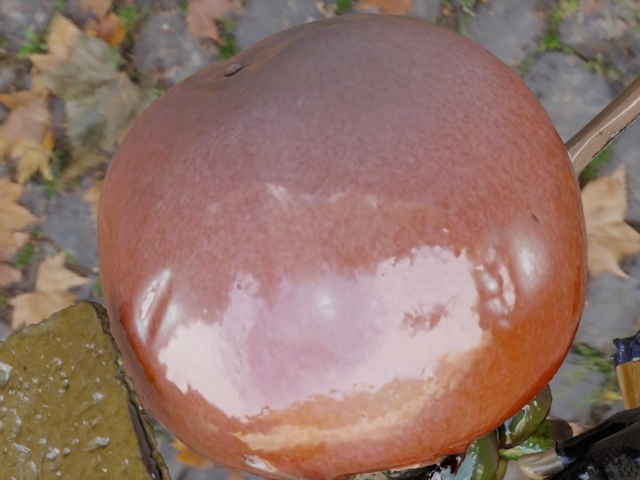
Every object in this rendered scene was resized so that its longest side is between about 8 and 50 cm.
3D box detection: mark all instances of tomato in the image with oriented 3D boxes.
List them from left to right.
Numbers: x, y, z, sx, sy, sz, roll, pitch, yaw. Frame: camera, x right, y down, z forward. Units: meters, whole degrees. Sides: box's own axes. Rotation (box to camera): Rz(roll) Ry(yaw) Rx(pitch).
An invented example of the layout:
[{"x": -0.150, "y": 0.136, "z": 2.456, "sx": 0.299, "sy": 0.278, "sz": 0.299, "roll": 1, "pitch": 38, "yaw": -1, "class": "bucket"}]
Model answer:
[{"x": 0.000, "y": 0.000, "z": 0.936, "sx": 0.341, "sy": 0.341, "sz": 0.273, "roll": -8, "pitch": 109, "yaw": 22, "class": "tomato"}]

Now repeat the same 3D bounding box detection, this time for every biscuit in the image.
[{"x": -0.152, "y": 0.156, "z": 0.837, "sx": 0.131, "sy": 0.025, "sz": 0.231, "roll": -26, "pitch": 66, "yaw": 6, "class": "biscuit"}]

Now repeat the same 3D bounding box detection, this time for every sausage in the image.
[{"x": 0.229, "y": -0.095, "z": 1.093, "sx": 0.116, "sy": 0.026, "sz": 0.026, "roll": -43, "pitch": 68, "yaw": -8, "class": "sausage"}]

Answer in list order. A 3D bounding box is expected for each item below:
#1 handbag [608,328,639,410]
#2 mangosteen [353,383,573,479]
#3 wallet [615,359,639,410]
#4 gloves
[{"x": 0.416, "y": 0.193, "z": 1.569, "sx": 0.113, "sy": 0.260, "sz": 0.162, "roll": -28, "pitch": 58, "yaw": 28, "class": "handbag"}, {"x": 0.083, "y": 0.120, "z": 1.231, "sx": 0.287, "sy": 0.287, "sz": 0.233, "roll": 6, "pitch": 104, "yaw": 24, "class": "mangosteen"}, {"x": 0.393, "y": 0.196, "z": 1.418, "sx": 0.042, "sy": 0.195, "sz": 0.161, "roll": -40, "pitch": 52, "yaw": 47, "class": "wallet"}, {"x": 0.212, "y": 0.209, "z": 1.058, "sx": 0.180, "sy": 0.106, "sz": 0.129, "roll": -34, "pitch": 84, "yaw": 8, "class": "gloves"}]
